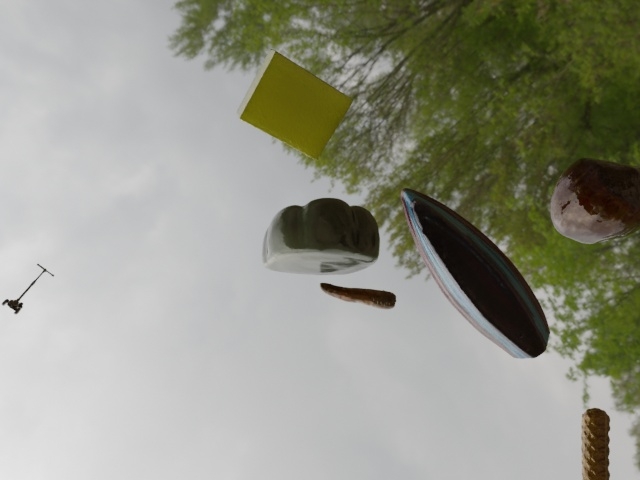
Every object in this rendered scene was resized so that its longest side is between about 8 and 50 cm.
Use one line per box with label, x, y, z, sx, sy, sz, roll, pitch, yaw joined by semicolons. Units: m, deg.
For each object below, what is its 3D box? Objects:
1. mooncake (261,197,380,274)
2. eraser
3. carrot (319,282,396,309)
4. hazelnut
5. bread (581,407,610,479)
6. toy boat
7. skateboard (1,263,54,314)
mooncake;0.000;0.000;1.291;0.275;0.275;0.135;14;-114;-40
eraser;-0.034;-0.177;0.744;0.122;0.097;0.045;25;-166;-20
carrot;0.090;0.133;1.381;0.191;0.047;0.047;9;-144;9
hazelnut;0.660;-0.084;1.319;0.234;0.218;0.218;11;-137;-9
bread;0.522;0.398;1.073;0.052;0.044;0.157;11;-107;-9
toy boat;0.279;0.059;1.037;0.392;0.136;0.079;49;-170;-7
skateboard;-0.474;0.080;0.924;0.032;0.064;0.083;40;-102;-8
